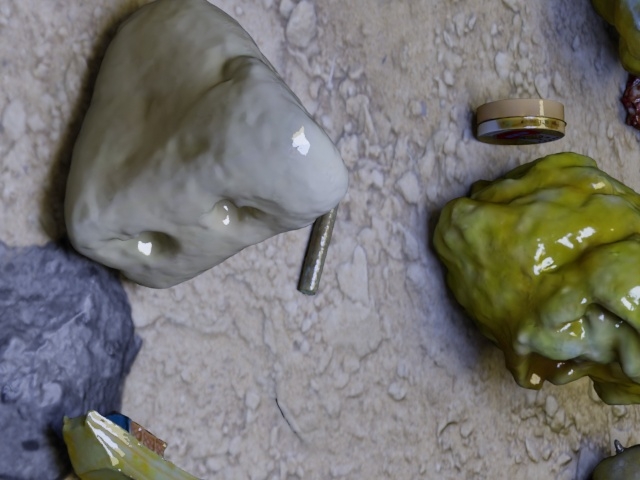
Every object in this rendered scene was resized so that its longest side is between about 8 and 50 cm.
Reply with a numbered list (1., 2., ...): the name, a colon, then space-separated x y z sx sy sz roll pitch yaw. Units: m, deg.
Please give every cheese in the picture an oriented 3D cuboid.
1. cheese: -0.086 -0.106 1.332 0.173 0.251 0.248 33 52 -43

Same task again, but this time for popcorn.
1. popcorn: 0.314 0.042 1.707 0.334 0.292 0.294 0 85 -52

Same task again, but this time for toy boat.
1. toy boat: -0.166 0.198 1.355 0.172 0.065 0.066 42 42 -42

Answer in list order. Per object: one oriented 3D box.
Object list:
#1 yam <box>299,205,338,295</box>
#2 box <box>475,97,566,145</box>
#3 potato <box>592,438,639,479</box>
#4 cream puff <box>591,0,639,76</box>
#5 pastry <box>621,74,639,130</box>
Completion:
1. yam: 0.000 0.000 1.558 0.021 0.021 0.116 27 72 -44
2. box: 0.231 -0.137 1.745 0.105 0.105 0.037 6 80 -47
3. potato: 0.421 0.366 1.919 0.174 0.159 0.251 -26 100 -47
4. cream puff: 0.487 -0.346 1.879 0.275 0.378 0.378 45 53 -75
5. pastry: 0.495 -0.175 2.041 0.208 0.097 0.115 20 66 -44
